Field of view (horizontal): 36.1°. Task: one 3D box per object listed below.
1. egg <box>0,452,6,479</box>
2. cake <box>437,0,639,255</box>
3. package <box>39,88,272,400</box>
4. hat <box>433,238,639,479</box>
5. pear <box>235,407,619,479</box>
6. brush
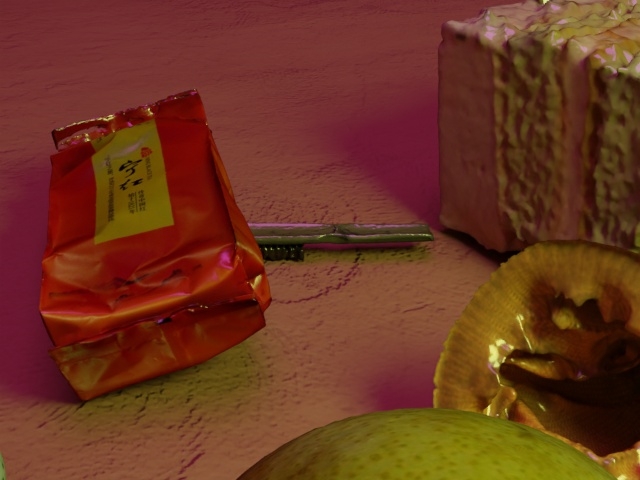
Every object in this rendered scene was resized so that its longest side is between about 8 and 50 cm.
[{"bbox_3d":[-0.310,0.162,0.713,0.164,0.131,0.131,20,35,15],"label":"egg"},{"bbox_3d":[0.315,-0.116,1.055,0.314,0.293,0.306,-18,30,-36],"label":"cake"},{"bbox_3d":[-0.172,-0.013,0.980,0.196,0.123,0.423,-18,33,-4],"label":"package"},{"bbox_3d":[0.255,0.120,0.818,0.233,0.244,0.233,8,45,-57],"label":"hat"},{"bbox_3d":[0.045,0.224,0.468,0.303,0.304,0.304,1,31,-1],"label":"pear"},{"bbox_3d":[0.000,0.000,1.085,0.247,0.036,0.043,-1,31,-4],"label":"brush"}]
